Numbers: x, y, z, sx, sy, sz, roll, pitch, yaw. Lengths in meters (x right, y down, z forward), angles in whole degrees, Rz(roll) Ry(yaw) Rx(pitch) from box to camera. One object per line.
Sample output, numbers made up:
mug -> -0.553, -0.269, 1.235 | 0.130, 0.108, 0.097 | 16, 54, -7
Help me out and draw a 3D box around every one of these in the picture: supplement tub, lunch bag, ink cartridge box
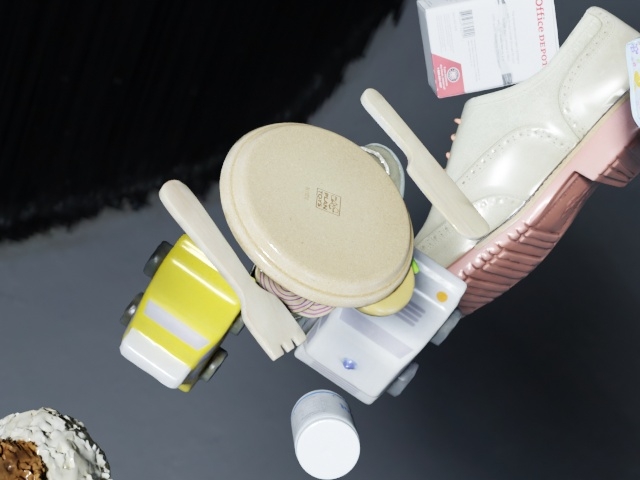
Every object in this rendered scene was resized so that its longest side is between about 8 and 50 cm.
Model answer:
supplement tub -> 0.005, 0.210, 1.627 | 0.071, 0.071, 0.107 | 18, 10, -9
lunch bag -> 0.275, -0.122, 1.166 | 0.053, 0.083, 0.071 | 4, 17, 34
ink cartridge box -> 0.178, -0.216, 1.586 | 0.135, 0.099, 0.056 | -11, 22, -4

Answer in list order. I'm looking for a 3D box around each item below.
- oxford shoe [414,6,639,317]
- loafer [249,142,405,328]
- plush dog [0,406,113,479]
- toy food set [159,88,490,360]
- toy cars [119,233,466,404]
oxford shoe -> 0.168, -0.051, 1.425 | 0.146, 0.397, 0.140 | 52, 11, 19
loafer -> 0.000, 0.000, 1.618 | 0.094, 0.251, 0.087 | 34, -2, 24
plush dog -> -0.198, 0.231, 1.055 | 0.211, 0.225, 0.262 | -2, -2, -2
toy food set -> -0.002, -0.008, 0.853 | 0.192, 0.038, 0.132 | -27, 75, -42
toy cars -> -0.048, 0.082, 1.259 | 0.394, 0.176, 0.087 | -1, 40, 38
